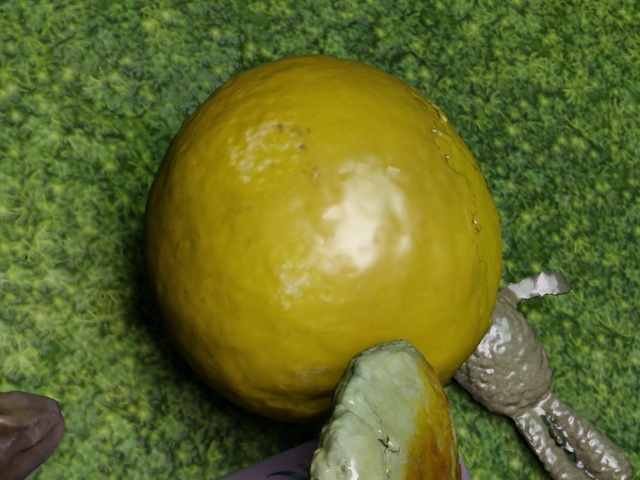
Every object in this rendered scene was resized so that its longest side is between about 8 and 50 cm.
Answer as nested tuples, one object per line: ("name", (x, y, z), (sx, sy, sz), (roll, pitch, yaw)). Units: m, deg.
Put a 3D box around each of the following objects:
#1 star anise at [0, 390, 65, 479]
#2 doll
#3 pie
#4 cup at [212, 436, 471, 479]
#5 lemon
("star anise", (-0.319, 0.164, 1.344), (0.315, 0.108, 0.315), (18, 46, -20))
("doll", (0.160, 0.099, 1.673), (0.285, 0.091, 0.203), (26, 83, -1))
("pie", (0.050, 0.208, 1.325), (0.257, 0.105, 0.275), (-7, 95, -67))
("cup", (-0.021, 0.240, 1.430), (0.288, 0.203, 0.203), (-25, 76, -44))
("lemon", (0.000, -0.001, 1.513), (0.297, 0.297, 0.297), (14, 55, -22))
